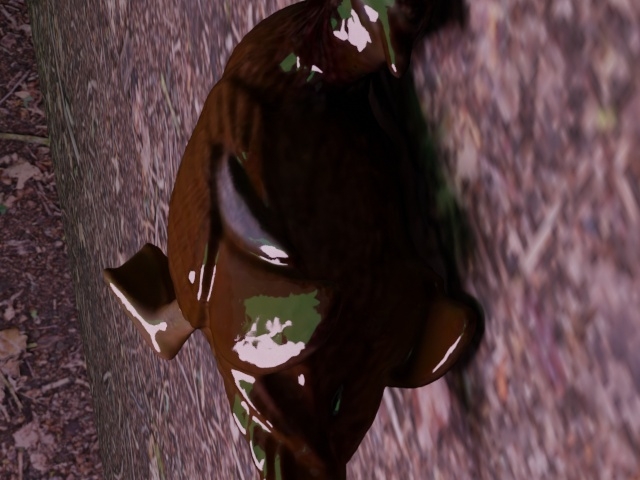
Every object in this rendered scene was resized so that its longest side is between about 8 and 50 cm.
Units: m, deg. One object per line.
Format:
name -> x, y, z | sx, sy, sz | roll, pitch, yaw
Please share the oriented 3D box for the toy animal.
toy animal -> 0.000, 0.000, 0.377 | 0.179, 0.089, 0.188 | -51, 41, 48
